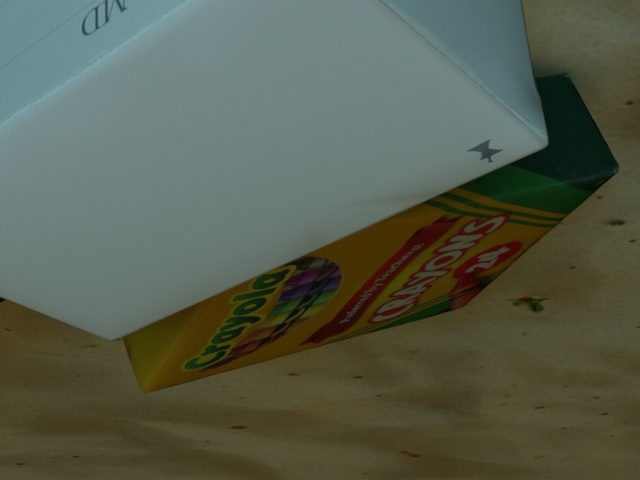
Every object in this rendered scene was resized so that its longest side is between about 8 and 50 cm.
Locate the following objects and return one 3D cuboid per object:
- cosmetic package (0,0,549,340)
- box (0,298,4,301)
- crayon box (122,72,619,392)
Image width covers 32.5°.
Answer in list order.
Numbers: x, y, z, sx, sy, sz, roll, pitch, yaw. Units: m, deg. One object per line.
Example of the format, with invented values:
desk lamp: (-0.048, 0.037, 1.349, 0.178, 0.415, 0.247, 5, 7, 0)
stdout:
cosmetic package: (-0.053, -0.110, 0.434, 0.224, 0.224, 0.138, -25, 145, 32)
box: (-0.325, -0.058, 0.546, 0.296, 0.182, 0.294, -25, 143, 33)
crayon box: (0.000, 0.000, 0.680, 0.319, 0.081, 0.202, -12, 158, -29)
